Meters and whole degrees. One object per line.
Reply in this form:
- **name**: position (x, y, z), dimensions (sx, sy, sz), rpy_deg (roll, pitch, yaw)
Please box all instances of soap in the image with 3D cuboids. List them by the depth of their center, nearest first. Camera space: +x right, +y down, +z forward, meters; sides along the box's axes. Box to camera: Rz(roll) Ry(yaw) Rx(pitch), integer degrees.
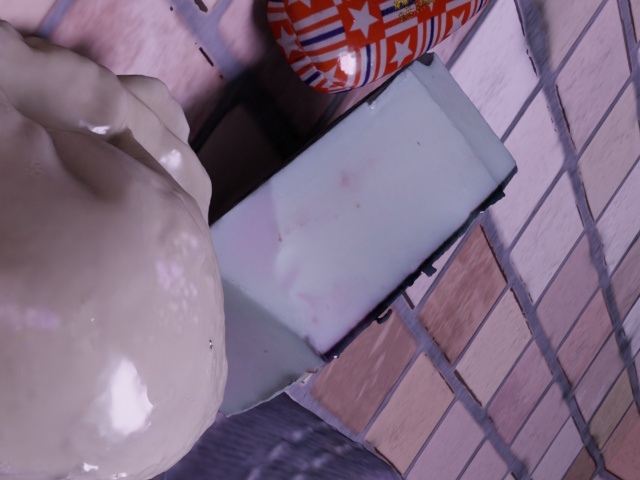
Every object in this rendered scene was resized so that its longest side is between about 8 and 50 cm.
- **soap**: position (0.000, 0.000, 1.025), dimensions (0.230, 0.091, 0.145), rpy_deg (-42, -175, -39)

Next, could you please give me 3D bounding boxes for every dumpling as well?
- **dumpling**: position (-0.112, 0.008, 0.786), dimensions (0.258, 0.147, 0.193), rpy_deg (-19, 107, -60)

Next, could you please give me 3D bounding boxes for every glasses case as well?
- **glasses case**: position (0.049, -0.138, 1.026), dimensions (0.049, 0.073, 0.194), rpy_deg (-16, -162, 46)

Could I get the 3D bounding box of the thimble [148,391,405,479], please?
- **thimble**: position (-0.069, 0.191, 1.113), dimensions (0.205, 0.172, 0.236), rpy_deg (-23, 139, -55)
